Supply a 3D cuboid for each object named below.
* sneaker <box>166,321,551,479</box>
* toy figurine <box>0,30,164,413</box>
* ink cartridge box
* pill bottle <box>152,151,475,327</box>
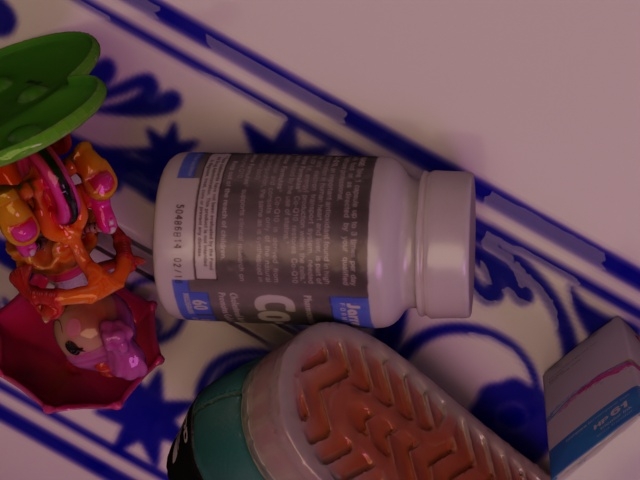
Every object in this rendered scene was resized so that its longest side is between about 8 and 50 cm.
[{"bbox_3d":[0.057,0.161,0.659,0.302,0.108,0.121,45,137,-15],"label":"sneaker"},{"bbox_3d":[-0.116,0.008,0.618,0.130,0.173,0.159,-35,117,-24],"label":"toy figurine"},{"bbox_3d":[0.145,0.095,0.605,0.052,0.122,0.088,-43,96,14],"label":"ink cartridge box"},{"bbox_3d":[0.000,0.000,0.622,0.137,0.078,0.078,2,107,10],"label":"pill bottle"}]
